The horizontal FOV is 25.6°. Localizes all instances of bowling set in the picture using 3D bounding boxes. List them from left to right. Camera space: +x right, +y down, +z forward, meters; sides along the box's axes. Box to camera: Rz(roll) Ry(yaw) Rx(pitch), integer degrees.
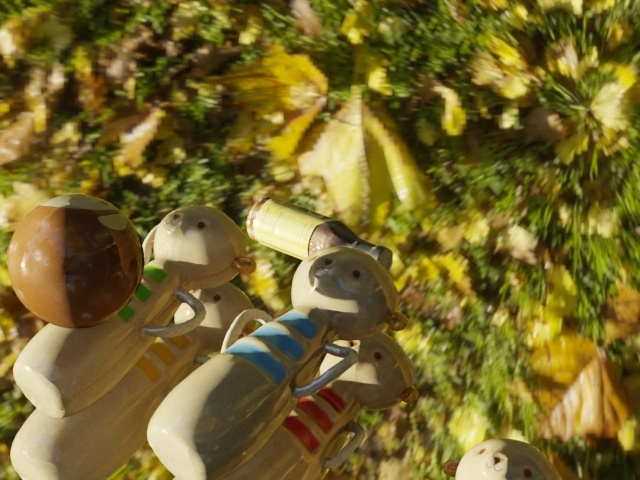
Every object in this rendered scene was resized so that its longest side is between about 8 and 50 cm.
[{"bbox_3d":[-0.031,0.042,0.613,0.287,0.154,0.200,20,140,38],"label":"bowling set"}]

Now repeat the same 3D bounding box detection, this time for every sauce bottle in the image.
[{"bbox_3d":[0.000,0.000,1.135,0.128,0.042,0.042,21,99,30],"label":"sauce bottle"}]
